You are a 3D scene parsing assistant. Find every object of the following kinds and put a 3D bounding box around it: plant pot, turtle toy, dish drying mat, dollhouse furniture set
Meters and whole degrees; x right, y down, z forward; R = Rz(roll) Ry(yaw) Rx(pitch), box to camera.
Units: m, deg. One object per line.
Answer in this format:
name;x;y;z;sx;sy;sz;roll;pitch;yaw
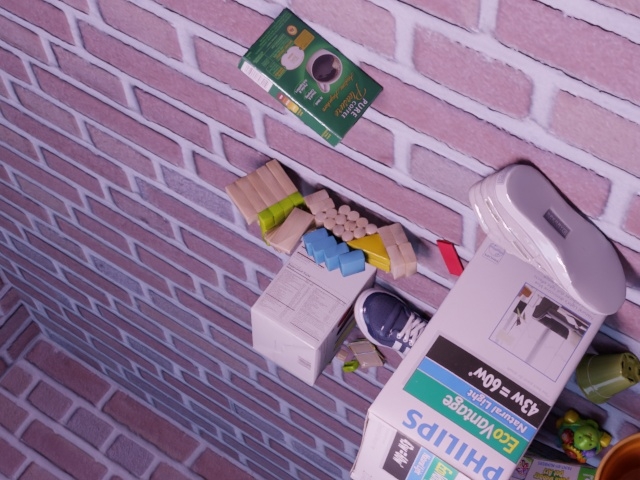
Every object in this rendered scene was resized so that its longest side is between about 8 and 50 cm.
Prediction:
plant pot;0.564;0.439;1.887;0.205;0.205;0.188;30;170;17
turtle toy;0.470;0.358;2.004;0.095;0.066;0.130;34;156;9
dish drying mat;0.217;0.029;1.844;0.032;0.008;0.083;16;147;39
plant pot;0.462;0.210;1.754;0.083;0.083;0.079;44;143;-13
dollhouse furniture set;0.074;0.235;2.388;0.152;0.058;0.076;-13;120;36

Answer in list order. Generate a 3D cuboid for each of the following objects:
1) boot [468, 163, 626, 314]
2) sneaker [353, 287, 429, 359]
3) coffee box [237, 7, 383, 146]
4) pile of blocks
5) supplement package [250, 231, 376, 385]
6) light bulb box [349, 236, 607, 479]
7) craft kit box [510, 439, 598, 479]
boot;0.319;0.002;1.574;0.258;0.095;0.123;51;160;-8
sneaker;0.193;0.189;2.044;0.282;0.099;0.153;44;161;-30
coffee box;-0.015;-0.231;1.577;0.184;0.113;0.040;38;155;-4
pile of blocks;0.000;0.000;1.920;0.362;0.149;0.112;28;154;21
supplement package;-0.015;0.129;2.102;0.149;0.203;0.194;32;156;13
light bulb box;0.243;0.247;1.762;0.225;0.361;0.358;32;155;12
craft kit box;0.347;0.396;2.074;0.247;0.061;0.250;19;179;-32
